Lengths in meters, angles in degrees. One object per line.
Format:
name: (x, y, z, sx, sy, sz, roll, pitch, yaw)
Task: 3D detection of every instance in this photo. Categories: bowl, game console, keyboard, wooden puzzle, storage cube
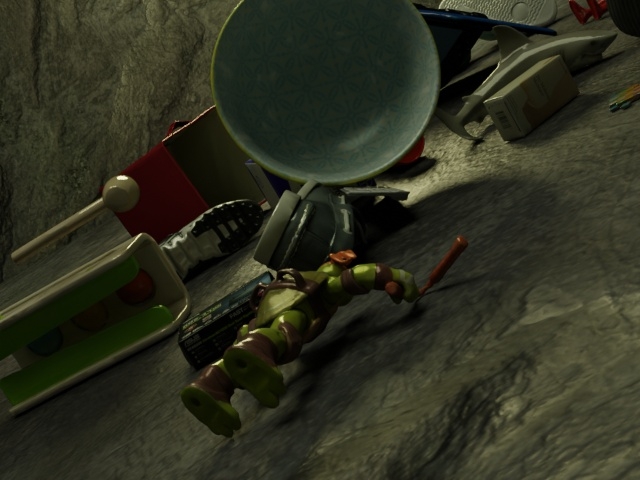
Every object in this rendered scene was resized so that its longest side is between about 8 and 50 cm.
bowl: (0.004, -0.200, 1.515, 0.289, 0.289, 0.156, -32, -5, -6)
game console: (0.223, -0.330, 2.037, 0.293, 0.173, 0.250, -2, -44, -43)
keyboard: (0.060, -0.061, 1.419, 0.072, 0.014, 0.256, 5, 3, -3)
wooden puzzle: (0.343, -0.162, 1.273, 0.049, 0.006, 0.083, -26, 11, 23)
storage cube: (-0.230, -0.090, 2.003, 0.193, 0.215, 0.183, -30, 9, 39)

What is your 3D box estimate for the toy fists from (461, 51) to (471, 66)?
toy fists: (0.184, -0.348, 2.378, 0.279, 0.096, 0.142, -25, 19, 20)

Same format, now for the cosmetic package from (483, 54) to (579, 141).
cosmetic package: (0.264, -0.177, 1.430, 0.115, 0.060, 0.041, -38, 14, -28)

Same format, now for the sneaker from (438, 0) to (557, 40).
sneaker: (0.383, -0.455, 2.316, 0.256, 0.094, 0.151, 8, 1, 38)

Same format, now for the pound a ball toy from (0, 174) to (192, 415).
pound a ball toy: (-0.321, 0.063, 1.529, 0.319, 0.208, 0.135, -29, 11, 15)

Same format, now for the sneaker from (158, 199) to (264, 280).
sneaker: (-0.198, 0.005, 1.819, 0.234, 0.078, 0.106, -35, 13, -10)

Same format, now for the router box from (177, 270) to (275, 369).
router box: (-0.096, 0.085, 1.258, 0.122, 0.038, 0.092, -31, 10, -1)

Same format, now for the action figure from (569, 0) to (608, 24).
action figure: (0.543, -0.498, 1.968, 0.280, 0.139, 0.091, -31, 11, -13)

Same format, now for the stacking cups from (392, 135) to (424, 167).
stacking cups: (0.073, -0.148, 1.767, 0.096, 0.096, 0.316, -32, 13, -7)

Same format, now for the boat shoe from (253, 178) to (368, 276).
boat shoe: (0.000, 0.000, 1.309, 0.319, 0.099, 0.116, -21, -45, -83)

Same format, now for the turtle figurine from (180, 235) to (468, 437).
turtle figurine: (-0.015, 0.066, 0.986, 0.270, 0.087, 0.217, -23, 13, 38)

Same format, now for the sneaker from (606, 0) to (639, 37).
sneaker: (0.504, -0.341, 1.437, 0.146, 0.122, 0.330, -16, 1, -30)

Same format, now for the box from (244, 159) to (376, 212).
box: (-0.013, -0.094, 1.631, 0.137, 0.126, 0.072, -34, 12, -16)

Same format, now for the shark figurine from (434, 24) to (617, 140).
shark figurine: (0.254, -0.237, 1.601, 0.278, 0.116, 0.166, -31, 9, -8)
